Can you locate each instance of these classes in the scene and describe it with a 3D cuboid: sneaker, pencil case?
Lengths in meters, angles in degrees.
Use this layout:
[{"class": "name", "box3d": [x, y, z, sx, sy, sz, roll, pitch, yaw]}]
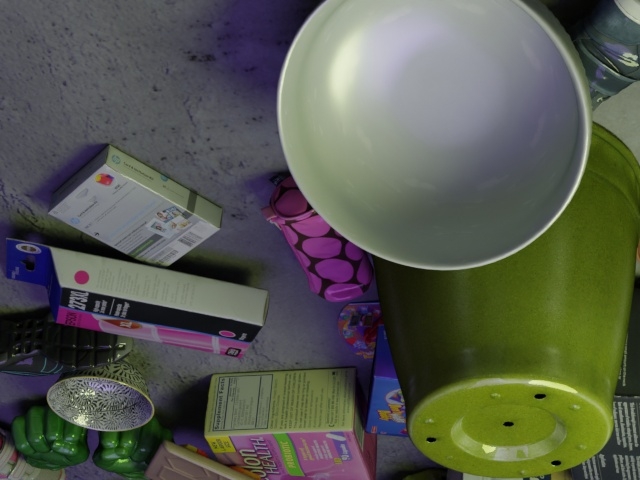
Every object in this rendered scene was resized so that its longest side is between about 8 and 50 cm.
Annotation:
[{"class": "sneaker", "box3d": [0.368, -0.194, 1.392, 0.226, 0.086, 0.163, 22, 138, -20]}, {"class": "pencil case", "box3d": [0.000, 0.000, 1.682, 0.098, 0.095, 0.209, -35, 136, -7]}, {"class": "sneaker", "box3d": [-0.412, 0.157, 1.946, 0.267, 0.101, 0.106, -1, 162, 8]}, {"class": "sneaker", "box3d": [-0.566, 0.388, 2.234, 0.252, 0.103, 0.111, 19, 142, -19]}]

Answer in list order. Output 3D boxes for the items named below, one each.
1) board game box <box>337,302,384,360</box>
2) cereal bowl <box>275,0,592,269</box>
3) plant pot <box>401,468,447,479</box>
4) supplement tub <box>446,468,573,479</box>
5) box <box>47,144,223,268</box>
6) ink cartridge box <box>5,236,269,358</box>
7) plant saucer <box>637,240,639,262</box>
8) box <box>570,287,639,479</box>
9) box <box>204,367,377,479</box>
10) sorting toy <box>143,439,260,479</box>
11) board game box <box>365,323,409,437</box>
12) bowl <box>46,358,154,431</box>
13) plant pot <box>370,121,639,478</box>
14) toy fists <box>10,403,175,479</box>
[{"class": "board game box", "box3d": [0.107, 0.148, 1.889, 0.168, 0.033, 0.133, -2, 134, 16]}, {"class": "cereal bowl", "box3d": [0.130, -0.145, 1.385, 0.339, 0.141, 0.339, 6, 113, 15]}, {"class": "plant pot", "box3d": [0.191, 0.557, 2.278, 0.276, 0.276, 0.254, 9, 131, -6]}, {"class": "supplement tub", "box3d": [0.374, 0.432, 2.093, 0.316, 0.228, 0.228, 5, 143, -2]}, {"class": "box", "box3d": [-0.247, -0.039, 1.698, 0.186, 0.038, 0.145, 29, 137, -30]}, {"class": "ink cartridge box", "box3d": [-0.270, 0.085, 1.813, 0.370, 0.069, 0.176, 14, 157, -9]}, {"class": "plant saucer", "box3d": [0.517, 0.006, 1.680, 0.200, 0.037, 0.200, 3, 143, 2]}, {"class": "box", "box3d": [0.513, 0.229, 1.816, 0.312, 0.179, 0.343, 2, 146, 18]}, {"class": "box", "box3d": [-0.043, 0.317, 2.076, 0.243, 0.117, 0.213, -3, 142, 11]}, {"class": "sorting toy", "box3d": [-0.184, 0.388, 2.073, 0.193, 0.038, 0.208, 25, 152, -5]}, {"class": "board game box", "box3d": [0.190, 0.222, 1.881, 0.233, 0.078, 0.347, 6, 159, 2]}, {"class": "bowl", "box3d": [-0.345, 0.229, 2.022, 0.170, 0.080, 0.170, 2, 142, 2]}, {"class": "plant pot", "box3d": [0.225, 0.086, 1.556, 0.366, 0.353, 0.366, 3, 143, 2]}, {"class": "toy fists", "box3d": [-0.389, 0.343, 2.165, 0.279, 0.096, 0.142, 8, 142, -2]}]
